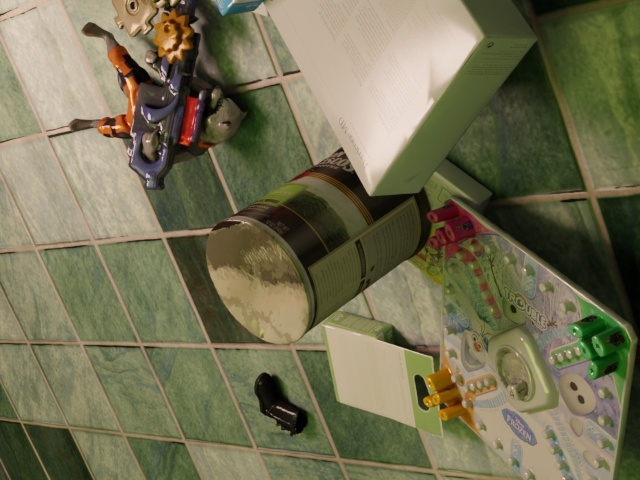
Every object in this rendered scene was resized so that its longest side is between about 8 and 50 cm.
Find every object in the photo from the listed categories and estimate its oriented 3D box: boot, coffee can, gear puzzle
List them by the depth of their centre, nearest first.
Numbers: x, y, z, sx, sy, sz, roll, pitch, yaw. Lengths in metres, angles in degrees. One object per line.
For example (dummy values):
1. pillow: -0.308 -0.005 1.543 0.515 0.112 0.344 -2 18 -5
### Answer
1. coffee can: 0.000 0.000 1.722 0.202 0.275 0.201 26 133 32
2. gear puzzle: -0.306 -0.428 1.909 0.175 0.044 0.338 -37 76 35
3. boot: -0.076 0.319 2.283 0.099 0.045 0.121 27 141 33

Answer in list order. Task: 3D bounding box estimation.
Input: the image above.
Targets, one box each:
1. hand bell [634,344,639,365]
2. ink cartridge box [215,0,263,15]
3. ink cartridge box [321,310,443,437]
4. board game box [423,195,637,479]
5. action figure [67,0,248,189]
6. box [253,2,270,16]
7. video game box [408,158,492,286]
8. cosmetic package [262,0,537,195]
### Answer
1. hand bell: 0.431 0.158 1.626 0.242 0.126 0.126 -33 92 39
2. ink cartridge box: -0.087 -0.391 1.571 0.180 0.060 0.104 -33 76 51
3. ink cartridge box: 0.117 0.226 2.011 0.235 0.056 0.171 12 125 37
4. board game box: 0.272 0.187 1.655 0.390 0.050 0.389 43 144 47
5. action figure: -0.265 -0.271 2.020 0.330 0.178 0.341 25 103 24
6. box: -0.108 -0.445 1.717 0.181 0.119 0.181 24 132 34
7. video game box: 0.145 -0.057 1.789 0.205 0.048 0.187 39 137 20
8. cosmetic package: 0.079 -0.289 1.494 0.284 0.097 0.377 -52 54 41
